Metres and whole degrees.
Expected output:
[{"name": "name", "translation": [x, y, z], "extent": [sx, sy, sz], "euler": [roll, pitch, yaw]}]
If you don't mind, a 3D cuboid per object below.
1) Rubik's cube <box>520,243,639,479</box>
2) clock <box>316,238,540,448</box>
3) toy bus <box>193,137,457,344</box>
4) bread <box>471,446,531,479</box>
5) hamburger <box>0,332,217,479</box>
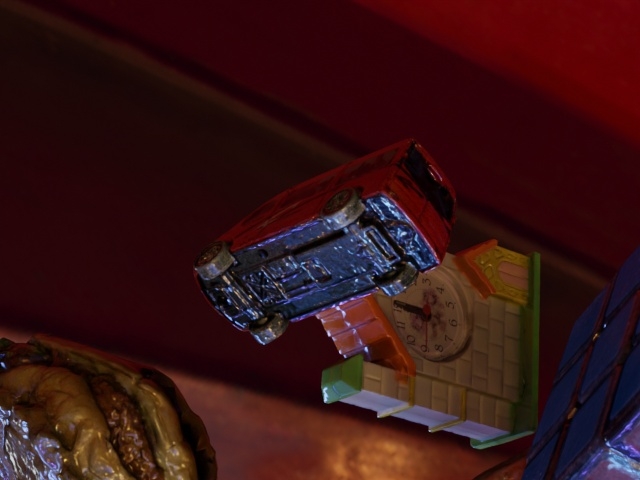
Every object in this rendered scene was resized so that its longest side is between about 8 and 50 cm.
[{"name": "Rubik's cube", "translation": [0.377, 0.160, 1.467], "extent": [0.303, 0.301, 0.305], "euler": [30, 136, -3]}, {"name": "clock", "translation": [0.119, 0.096, 1.907], "extent": [0.255, 0.220, 0.106], "euler": [18, 153, -32]}, {"name": "toy bus", "translation": [0.000, 0.000, 1.212], "extent": [0.195, 0.089, 0.081], "euler": [-23, 118, 36]}, {"name": "bread", "translation": [0.213, 0.284, 1.770], "extent": [0.327, 0.114, 0.295], "euler": [-34, 168, 19]}, {"name": "hamburger", "translation": [-0.167, 0.158, 1.267], "extent": [0.130, 0.206, 0.183], "euler": [-29, 115, -29]}]
